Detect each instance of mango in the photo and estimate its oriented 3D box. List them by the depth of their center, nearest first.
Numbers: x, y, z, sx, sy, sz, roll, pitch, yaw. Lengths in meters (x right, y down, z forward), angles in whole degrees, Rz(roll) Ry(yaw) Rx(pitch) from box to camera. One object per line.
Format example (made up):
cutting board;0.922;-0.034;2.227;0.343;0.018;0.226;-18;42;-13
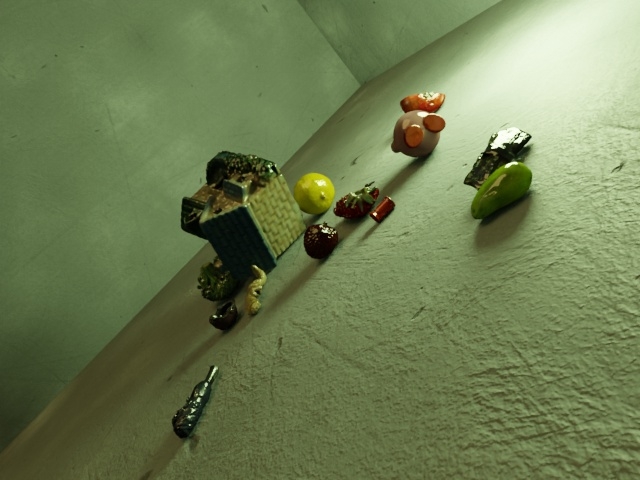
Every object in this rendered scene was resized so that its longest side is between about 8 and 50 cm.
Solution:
mango;0.407;-0.114;1.082;0.165;0.074;0.091;-42;20;2

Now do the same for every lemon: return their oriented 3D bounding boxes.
lemon;-0.030;-0.199;2.023;0.178;0.178;0.203;-45;23;-10

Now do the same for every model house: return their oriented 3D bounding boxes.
model house;-0.373;-0.100;1.947;0.445;0.395;0.400;22;61;38

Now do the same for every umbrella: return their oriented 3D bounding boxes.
umbrella;-0.355;0.452;1.375;0.070;0.071;0.248;-30;23;33

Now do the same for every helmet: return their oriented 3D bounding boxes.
helmet;-0.347;0.280;1.749;0.123;0.071;0.098;-45;23;-31

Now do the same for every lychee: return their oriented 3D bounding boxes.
lychee;-0.004;0.000;1.612;0.129;0.123;0.123;-52;19;-3

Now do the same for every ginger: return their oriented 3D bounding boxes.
ginger;-0.241;0.178;1.765;0.089;0.075;0.288;-59;15;26

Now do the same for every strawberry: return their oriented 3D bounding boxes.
strawberry;0.134;-0.121;1.690;0.167;0.087;0.208;-24;-10;-6

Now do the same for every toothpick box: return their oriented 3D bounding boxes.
toothpick box;0.198;-0.098;1.528;0.083;0.047;0.047;-45;18;-8

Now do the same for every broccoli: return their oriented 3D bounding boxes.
broccoli;-0.444;0.167;2.054;0.198;0.176;0.226;-43;3;6

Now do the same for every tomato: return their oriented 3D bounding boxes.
tomato;0.442;-0.571;2.049;0.189;0.100;0.173;-4;-2;-8

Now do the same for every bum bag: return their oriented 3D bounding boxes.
bum bag;0.450;-0.207;1.215;0.102;0.069;0.248;22;58;30

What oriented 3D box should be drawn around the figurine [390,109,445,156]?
figurine;0.339;-0.375;1.685;0.173;0.173;0.173;-37;18;15
